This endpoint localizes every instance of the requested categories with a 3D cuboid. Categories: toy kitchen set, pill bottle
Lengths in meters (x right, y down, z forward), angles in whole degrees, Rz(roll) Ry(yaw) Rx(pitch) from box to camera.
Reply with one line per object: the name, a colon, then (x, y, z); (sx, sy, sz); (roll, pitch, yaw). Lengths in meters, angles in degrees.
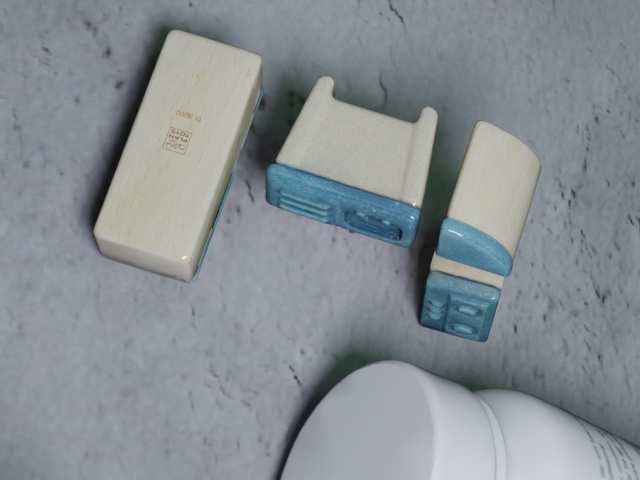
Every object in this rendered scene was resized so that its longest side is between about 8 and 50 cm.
toy kitchen set: (0.000, 0.000, 1.033); (0.207, 0.166, 0.122); (17, 71, 6)
pill bottle: (0.125, 0.176, 1.040); (0.283, 0.160, 0.160); (27, 70, -30)
